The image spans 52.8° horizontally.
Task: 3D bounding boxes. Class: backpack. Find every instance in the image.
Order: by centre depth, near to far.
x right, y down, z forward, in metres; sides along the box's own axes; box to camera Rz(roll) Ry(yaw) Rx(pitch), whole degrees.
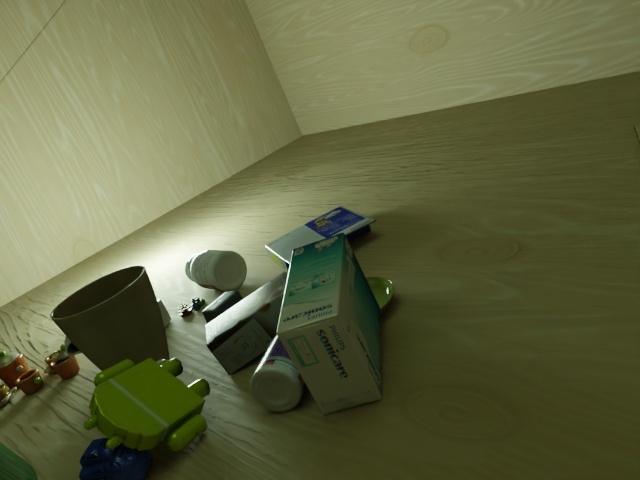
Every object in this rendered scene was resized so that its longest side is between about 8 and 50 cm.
[{"bbox_3d":[-0.403,0.439,1.270,0.120,0.101,0.098,-13,26,14],"label":"backpack"}]

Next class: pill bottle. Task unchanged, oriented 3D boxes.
[{"bbox_3d":[-0.068,0.257,1.352,0.108,0.108,0.193,-16,20,22],"label":"pill bottle"},{"bbox_3d":[-0.353,0.096,2.123,0.131,0.131,0.229,-35,21,-31],"label":"pill bottle"}]

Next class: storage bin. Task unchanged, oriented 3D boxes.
[{"bbox_3d":[-0.252,0.202,1.764,0.098,0.091,0.135,-7,25,42],"label":"storage bin"}]

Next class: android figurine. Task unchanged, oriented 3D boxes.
[{"bbox_3d":[-0.357,0.337,1.330,0.248,0.056,0.273,31,27,17],"label":"android figurine"}]

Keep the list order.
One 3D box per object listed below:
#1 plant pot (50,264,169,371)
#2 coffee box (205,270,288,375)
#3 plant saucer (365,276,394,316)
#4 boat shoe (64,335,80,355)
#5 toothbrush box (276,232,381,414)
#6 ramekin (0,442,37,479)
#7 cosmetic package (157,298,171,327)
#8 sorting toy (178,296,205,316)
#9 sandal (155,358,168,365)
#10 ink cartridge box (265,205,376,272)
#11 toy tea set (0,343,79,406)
[{"bbox_3d":[-0.507,0.243,1.667,0.257,0.274,0.256,-21,19,8],"label":"plant pot"},{"bbox_3d":[-0.153,0.198,1.577,0.246,0.098,0.141,-35,17,-2],"label":"coffee box"},{"bbox_3d":[0.071,0.165,1.554,0.241,0.037,0.241,-22,18,8],"label":"plant saucer"},{"bbox_3d":[-0.615,0.247,1.850,0.258,0.095,0.084,-37,23,-3],"label":"boat shoe"},{"bbox_3d":[0.028,0.157,1.285,0.126,0.216,0.295,-19,28,14],"label":"toothbrush box"},{"bbox_3d":[-0.679,0.514,1.202,0.303,0.148,0.303,-31,30,20],"label":"ramekin"},{"bbox_3d":[-0.554,0.276,1.944,0.117,0.085,0.231,-18,21,19],"label":"cosmetic package"},{"bbox_3d":[-0.410,0.201,2.040,0.061,0.042,0.102,-7,24,42],"label":"sorting toy"},{"bbox_3d":[-0.366,0.371,1.433,0.076,0.102,0.265,-12,26,21],"label":"sandal"},{"bbox_3d":[0.000,0.000,2.069,0.304,0.072,0.307,-27,20,-12],"label":"ink cartridge box"},{"bbox_3d":[-0.894,0.384,1.991,0.336,0.124,0.200,-23,18,4],"label":"toy tea set"}]
